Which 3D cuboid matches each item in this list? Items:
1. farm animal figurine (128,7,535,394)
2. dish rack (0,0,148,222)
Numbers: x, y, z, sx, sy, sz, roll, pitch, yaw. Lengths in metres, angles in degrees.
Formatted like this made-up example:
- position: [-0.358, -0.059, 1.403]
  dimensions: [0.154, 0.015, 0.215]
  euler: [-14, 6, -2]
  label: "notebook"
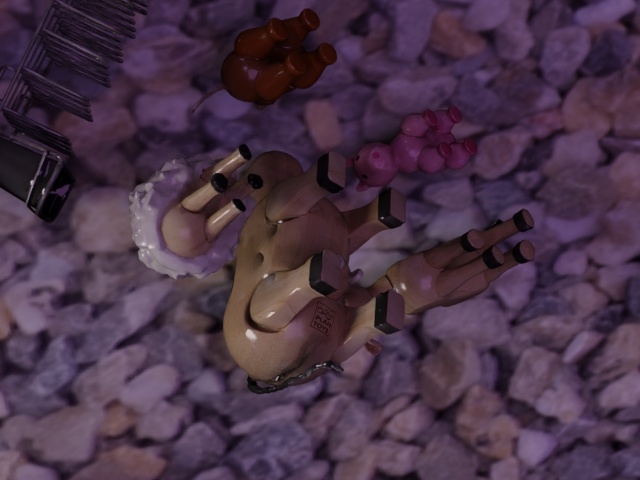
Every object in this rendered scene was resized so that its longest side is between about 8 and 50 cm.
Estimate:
- position: [0.000, 0.000, 1.350]
  dimensions: [0.330, 0.172, 0.327]
  euler: [43, 40, -19]
  label: "farm animal figurine"
- position: [-0.181, -0.152, 1.263]
  dimensions: [0.074, 0.208, 0.272]
  euler: [26, 86, -6]
  label: "dish rack"
